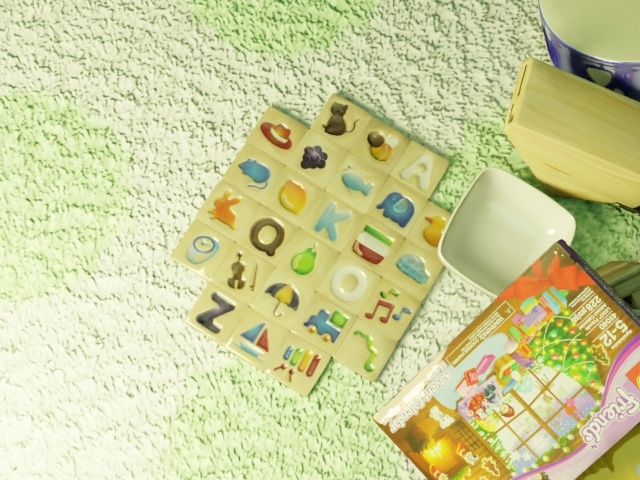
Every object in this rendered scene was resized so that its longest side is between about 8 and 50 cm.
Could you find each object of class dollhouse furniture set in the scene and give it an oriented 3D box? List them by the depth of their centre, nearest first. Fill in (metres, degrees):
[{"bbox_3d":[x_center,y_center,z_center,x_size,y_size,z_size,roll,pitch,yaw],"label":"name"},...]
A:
[{"bbox_3d":[0.336,0.118,1.496,0.123,0.144,0.151,-27,92,-5],"label":"dollhouse furniture set"}]

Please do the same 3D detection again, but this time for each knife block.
[{"bbox_3d":[0.365,-0.104,1.504,0.242,0.276,0.088,6,71,29],"label":"knife block"}]

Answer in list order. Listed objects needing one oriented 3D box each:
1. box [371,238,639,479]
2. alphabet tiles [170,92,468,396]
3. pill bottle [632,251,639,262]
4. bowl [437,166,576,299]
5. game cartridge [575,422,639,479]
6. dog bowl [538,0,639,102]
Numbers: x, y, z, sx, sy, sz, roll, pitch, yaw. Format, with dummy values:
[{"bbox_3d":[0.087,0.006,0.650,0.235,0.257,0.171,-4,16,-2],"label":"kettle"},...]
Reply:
[{"bbox_3d":[0.228,0.169,1.438,0.201,0.057,0.293,46,105,9],"label":"box"},{"bbox_3d":[0.000,0.000,1.565,0.285,0.011,0.342,31,75,6],"label":"alphabet tiles"},{"bbox_3d":[0.457,0.057,1.524,0.180,0.108,0.108,36,75,7],"label":"pill bottle"},{"bbox_3d":[0.215,0.002,1.549,0.142,0.053,0.142,32,74,-2],"label":"bowl"},{"bbox_3d":[0.453,0.317,1.450,0.324,0.052,0.285,-25,72,-3],"label":"game cartridge"},{"bbox_3d":[0.396,-0.278,1.563,0.265,0.104,0.265,-11,53,15],"label":"dog bowl"}]
